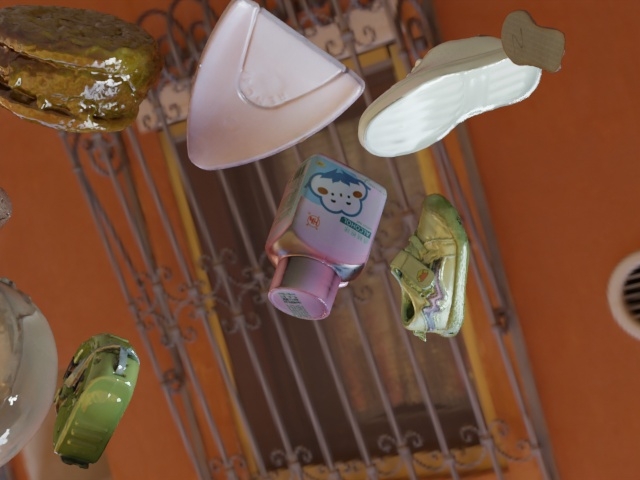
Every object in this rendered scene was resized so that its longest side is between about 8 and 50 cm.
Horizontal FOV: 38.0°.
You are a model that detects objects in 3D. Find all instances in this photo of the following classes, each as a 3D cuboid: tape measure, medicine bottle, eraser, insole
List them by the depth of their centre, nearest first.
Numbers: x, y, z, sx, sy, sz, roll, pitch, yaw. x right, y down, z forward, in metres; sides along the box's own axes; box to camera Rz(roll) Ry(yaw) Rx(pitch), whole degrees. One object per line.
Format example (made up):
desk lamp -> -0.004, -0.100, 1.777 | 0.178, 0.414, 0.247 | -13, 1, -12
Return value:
insole -> 0.242, -0.229, 1.073 | 0.004, 0.064, 0.188 | 3, -160, -12
medicine bottle -> 0.000, 0.000, 1.162 | 0.094, 0.119, 0.188 | -37, -150, 56
eraser -> -0.095, -0.186, 1.225 | 0.243, 0.204, 0.059 | -42, -151, 32
tape measure -> -0.323, 0.209, 1.334 | 0.087, 0.177, 0.154 | 27, -171, -25

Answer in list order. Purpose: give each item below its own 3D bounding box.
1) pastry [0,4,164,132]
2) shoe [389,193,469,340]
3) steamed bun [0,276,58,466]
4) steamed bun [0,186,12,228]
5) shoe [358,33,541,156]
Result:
pastry -> -0.338, -0.250, 1.263 | 0.240, 0.132, 0.235 | 3, -147, -36
shoe -> 0.197, 0.054, 1.615 | 0.128, 0.262, 0.140 | -15, -157, -22
steamed bun -> -0.619, 0.241, 1.581 | 0.375, 0.374, 0.241 | -17, 152, 3
steamed bun -> -0.560, -0.046, 1.395 | 0.145, 0.106, 0.175 | -27, 146, 29
shoe -> 0.192, -0.265, 1.586 | 0.363, 0.131, 0.160 | -25, -139, -21
